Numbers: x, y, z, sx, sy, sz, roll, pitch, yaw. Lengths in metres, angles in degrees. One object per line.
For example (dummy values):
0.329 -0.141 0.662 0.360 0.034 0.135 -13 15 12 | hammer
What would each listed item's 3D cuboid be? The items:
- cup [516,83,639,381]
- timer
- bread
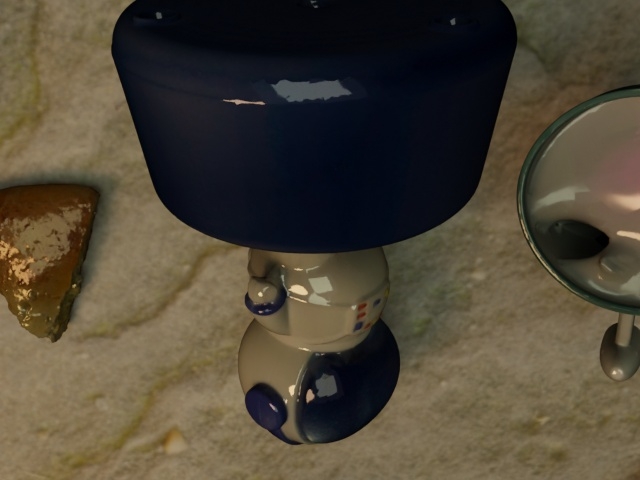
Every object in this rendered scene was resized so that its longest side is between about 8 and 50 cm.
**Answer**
0.249 -0.043 0.609 0.167 0.173 0.299 9 108 21 | cup
0.000 0.000 0.626 0.270 0.270 0.383 -1 121 2 | timer
-0.249 0.001 0.710 0.136 0.054 0.154 -40 104 8 | bread
